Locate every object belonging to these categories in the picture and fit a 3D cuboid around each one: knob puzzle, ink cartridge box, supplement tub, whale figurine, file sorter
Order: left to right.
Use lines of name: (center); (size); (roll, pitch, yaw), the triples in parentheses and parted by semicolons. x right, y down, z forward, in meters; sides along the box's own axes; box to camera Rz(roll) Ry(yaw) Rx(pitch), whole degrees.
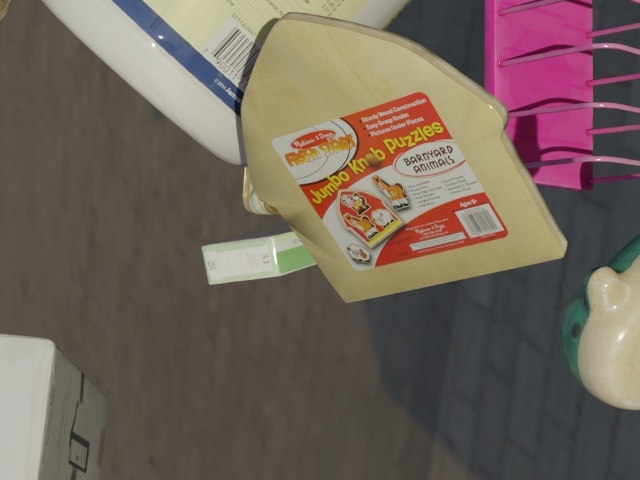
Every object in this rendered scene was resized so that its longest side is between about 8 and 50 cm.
ink cartridge box: (-0.215, 0.110, 0.818); (0.203, 0.148, 0.085); (93, -178, -75)
supplement tub: (-0.030, -0.241, 1.005); (0.325, 0.235, 0.235); (-47, 32, 3)
ink cartridge box: (0.000, 0.000, 1.646); (0.235, 0.171, 0.056); (-7, 97, 41)
knob puzzle: (0.034, -0.057, 0.831); (0.030, 0.213, 0.213); (-54, -7, -42)
file sorter: (0.342, -0.221, 1.767); (0.182, 0.202, 0.290); (-5, 83, 47)
whale figurine: (0.373, 0.057, 1.612); (0.141, 0.216, 0.272); (31, 105, 55)

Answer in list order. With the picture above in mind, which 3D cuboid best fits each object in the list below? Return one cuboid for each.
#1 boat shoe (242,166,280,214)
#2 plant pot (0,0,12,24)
boat shoe: (-0.046, -0.087, 1.216); (0.045, 0.050, 0.135); (-8, 68, 44)
plant pot: (-0.397, -0.265, 1.041); (0.334, 0.306, 0.333); (12, -90, -80)
